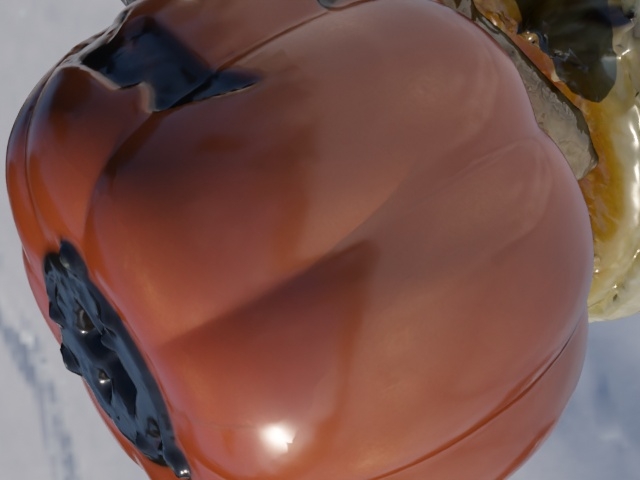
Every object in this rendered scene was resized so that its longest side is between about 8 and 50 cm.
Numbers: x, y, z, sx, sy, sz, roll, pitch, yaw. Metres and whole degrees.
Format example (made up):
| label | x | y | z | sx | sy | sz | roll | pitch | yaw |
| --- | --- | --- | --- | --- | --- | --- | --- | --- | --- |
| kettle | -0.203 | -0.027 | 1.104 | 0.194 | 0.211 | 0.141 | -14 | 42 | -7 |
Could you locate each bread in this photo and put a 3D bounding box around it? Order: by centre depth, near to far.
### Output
| label | x | y | z | sx | sy | sz | roll | pitch | yaw |
| --- | --- | --- | --- | --- | --- | --- | --- | --- | --- |
| bread | 0.140 | -0.101 | 1.101 | 0.305 | 0.159 | 0.305 | 38 | 148 | 29 |

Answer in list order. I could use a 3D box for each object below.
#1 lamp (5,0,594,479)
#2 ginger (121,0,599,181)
| label | x | y | z | sx | sy | sz | roll | pitch | yaw |
| --- | --- | --- | --- | --- | --- | --- | --- | --- | --- |
| lamp | 0.000 | 0.000 | 0.582 | 0.187 | 0.164 | 0.187 | 50 | 158 | 28 |
| ginger | -0.015 | -0.129 | 0.968 | 0.333 | 0.080 | 0.166 | 29 | 159 | 24 |
